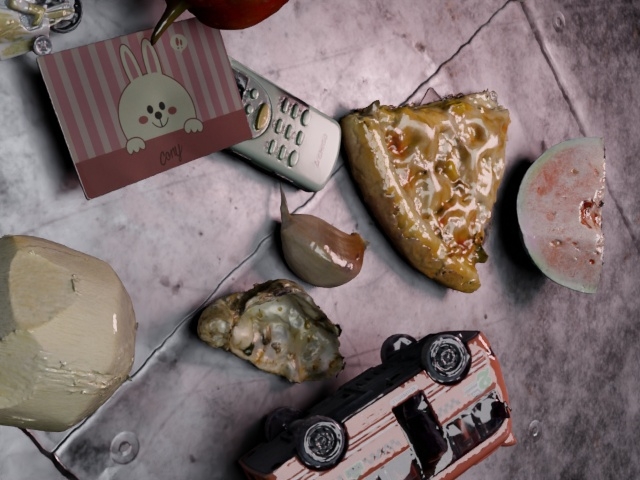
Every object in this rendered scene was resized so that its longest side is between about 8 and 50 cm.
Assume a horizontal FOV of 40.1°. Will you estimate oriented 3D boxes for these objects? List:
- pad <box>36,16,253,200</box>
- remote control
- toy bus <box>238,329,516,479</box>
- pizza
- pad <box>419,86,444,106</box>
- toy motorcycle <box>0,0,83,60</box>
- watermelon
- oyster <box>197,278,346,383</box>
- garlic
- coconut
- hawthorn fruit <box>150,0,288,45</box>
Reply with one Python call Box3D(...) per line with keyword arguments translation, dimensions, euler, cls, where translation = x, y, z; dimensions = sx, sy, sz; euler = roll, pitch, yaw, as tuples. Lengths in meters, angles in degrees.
Box3D(translation=(-0.237, -0.199, 1.248), dimensions=(0.299, 0.005, 0.202), euler=(-26, 105, -38), cls="pad")
Box3D(translation=(-0.088, -0.183, 1.412), dimensions=(0.296, 0.056, 0.140), euler=(26, 76, -36), cls="remote control")
Box3D(translation=(0.101, 0.318, 1.402), dimensions=(0.427, 0.203, 0.233), euler=(-29, 94, -19), cls="toy bus")
Box3D(translation=(0.230, -0.082, 1.659), dimensions=(0.435, 0.080, 0.392), euler=(-13, 100, -35), cls="pizza")
Box3D(translation=(0.237, -0.210, 1.713), dimensions=(0.157, 0.003, 0.112), euler=(44, 65, -31), cls="pad")
Box3D(translation=(-0.414, -0.304, 1.126), dimensions=(0.228, 0.074, 0.151), euler=(-33, 128, -27), cls="toy motorcycle")
Box3D(translation=(0.498, -0.048, 1.857), dimensions=(0.175, 0.188, 0.322), euler=(79, 20, -73), cls="watermelon")
Box3D(translation=(-0.070, 0.157, 1.423), dimensions=(0.166, 0.094, 0.294), euler=(-49, 132, -10), cls="oyster")
Box3D(translation=(-0.009, 0.004, 1.474), dimensions=(0.198, 0.090, 0.129), euler=(30, 57, -29), cls="garlic")
Box3D(translation=(-0.367, 0.111, 1.067), dimensions=(0.247, 0.245, 0.245), euler=(23, 76, -44), cls="coconut")
Box3D(translation=(-0.143, -0.430, 1.240), dimensions=(0.284, 0.284, 0.369), euler=(30, 86, -35), cls="hawthorn fruit")
